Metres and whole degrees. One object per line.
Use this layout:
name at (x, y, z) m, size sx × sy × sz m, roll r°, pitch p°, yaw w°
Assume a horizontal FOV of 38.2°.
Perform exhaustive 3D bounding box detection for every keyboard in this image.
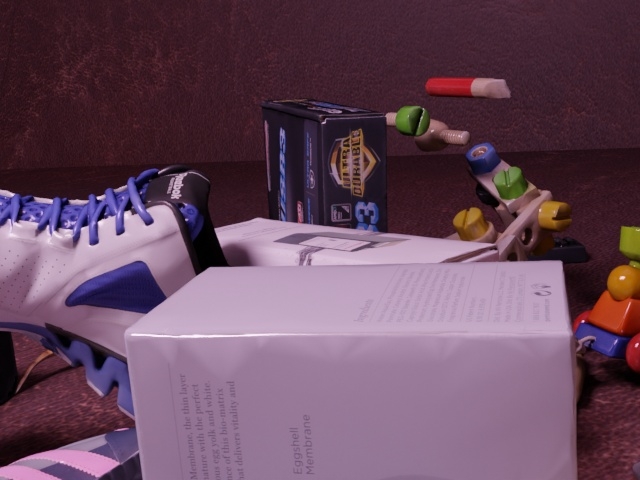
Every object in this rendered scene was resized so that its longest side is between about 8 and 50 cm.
keyboard at (0.245, 0.023, 1.424) m, size 0.317 × 0.033 × 0.201 m, roll -4°, pitch 12°, yaw 6°

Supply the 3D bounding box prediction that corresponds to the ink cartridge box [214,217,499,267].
ink cartridge box at (0.010, 0.095, 0.779) m, size 0.273 × 0.198 × 0.115 m, roll 7°, pitch 16°, yaw 42°

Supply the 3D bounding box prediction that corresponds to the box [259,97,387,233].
box at (0.000, 0.000, 0.996) m, size 0.073 × 0.295 × 0.293 m, roll -5°, pitch 13°, yaw -14°

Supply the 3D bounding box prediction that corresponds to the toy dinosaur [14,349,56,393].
toy dinosaur at (-0.266, 0.115, 1.105) m, size 0.211 × 0.064 × 0.112 m, roll -10°, pitch 15°, yaw -22°

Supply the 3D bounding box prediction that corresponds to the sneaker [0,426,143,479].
sneaker at (-0.209, 0.205, 0.619) m, size 0.319 × 0.112 × 0.131 m, roll -8°, pitch -4°, yaw -43°

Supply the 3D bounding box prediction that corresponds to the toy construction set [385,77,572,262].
toy construction set at (0.200, -0.030, 1.053) m, size 0.257 × 0.308 × 0.237 m, roll -16°, pitch 16°, yaw -27°

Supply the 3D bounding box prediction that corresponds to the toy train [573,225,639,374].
toy train at (0.299, 0.049, 0.903) m, size 0.248 × 0.143 × 0.105 m, roll 9°, pitch 6°, yaw -22°

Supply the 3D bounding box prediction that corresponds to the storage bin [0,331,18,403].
storage bin at (-0.402, 0.130, 0.945) m, size 0.084 × 0.122 × 0.180 m, roll -1°, pitch 13°, yaw 16°

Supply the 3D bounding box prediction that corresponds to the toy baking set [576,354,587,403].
toy baking set at (0.175, 0.131, 0.950) m, size 0.197 × 0.030 × 0.256 m, roll 1°, pitch 13°, yaw 25°

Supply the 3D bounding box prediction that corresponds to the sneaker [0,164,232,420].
sneaker at (-0.179, 0.001, 0.719) m, size 0.315 × 0.182 × 0.127 m, roll 30°, pitch 20°, yaw -13°

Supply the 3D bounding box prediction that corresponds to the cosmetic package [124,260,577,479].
cosmetic package at (0.029, 0.135, 0.526) m, size 0.225 × 0.224 × 0.138 m, roll -1°, pitch 13°, yaw 12°

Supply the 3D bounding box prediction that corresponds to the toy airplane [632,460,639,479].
toy airplane at (0.337, 0.076, 0.476) m, size 0.384 × 0.386 × 0.272 m, roll 24°, pitch 20°, yaw -51°
